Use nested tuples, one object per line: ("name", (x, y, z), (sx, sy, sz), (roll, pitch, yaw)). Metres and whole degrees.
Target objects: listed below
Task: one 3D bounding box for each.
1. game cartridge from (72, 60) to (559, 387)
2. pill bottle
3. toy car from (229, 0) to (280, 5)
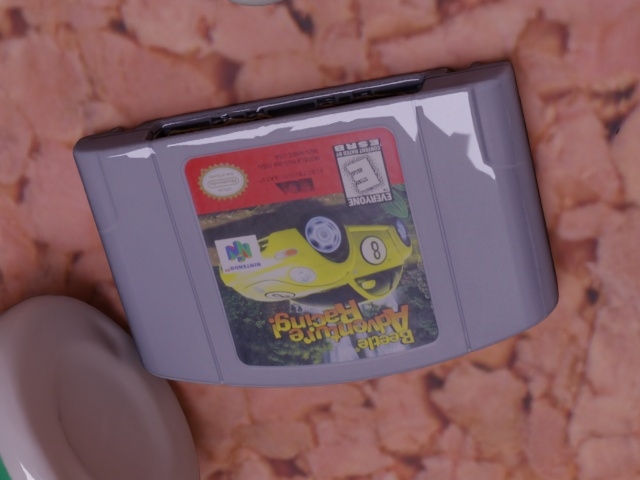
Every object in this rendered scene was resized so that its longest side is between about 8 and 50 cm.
("game cartridge", (0.000, 0.000, 1.004), (0.294, 0.060, 0.196), (-9, 117, 15))
("pill bottle", (-0.281, 0.201, 1.066), (0.361, 0.204, 0.204), (-29, 107, 22))
("toy car", (-0.036, -0.233, 0.833), (0.136, 0.182, 0.159), (-27, 126, 15))
